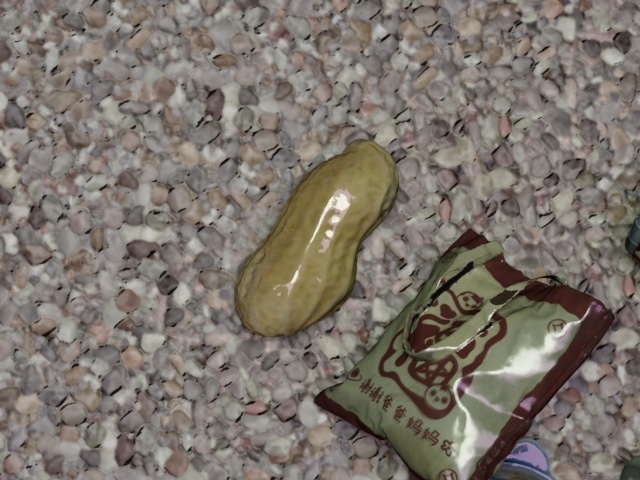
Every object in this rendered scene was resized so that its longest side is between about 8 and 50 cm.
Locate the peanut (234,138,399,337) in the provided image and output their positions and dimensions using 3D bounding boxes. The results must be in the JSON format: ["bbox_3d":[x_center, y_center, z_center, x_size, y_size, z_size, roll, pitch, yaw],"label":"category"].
[{"bbox_3d":[0.000,0.000,1.391,0.099,0.090,0.214,30,86,10],"label":"peanut"}]

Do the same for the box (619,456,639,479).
[{"bbox_3d":[0.345,0.320,1.374,0.130,0.162,0.226,6,88,-15],"label":"box"}]

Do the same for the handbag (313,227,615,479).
[{"bbox_3d":[0.127,0.113,1.357,0.235,0.213,0.127,-53,133,-2],"label":"handbag"}]

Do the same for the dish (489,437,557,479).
[{"bbox_3d":[0.166,0.314,1.392,0.228,0.086,0.236,40,85,-3],"label":"dish"}]

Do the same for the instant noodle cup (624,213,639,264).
[{"bbox_3d":[0.368,-0.013,1.389,0.126,0.208,0.177,33,127,11],"label":"instant noodle cup"}]
